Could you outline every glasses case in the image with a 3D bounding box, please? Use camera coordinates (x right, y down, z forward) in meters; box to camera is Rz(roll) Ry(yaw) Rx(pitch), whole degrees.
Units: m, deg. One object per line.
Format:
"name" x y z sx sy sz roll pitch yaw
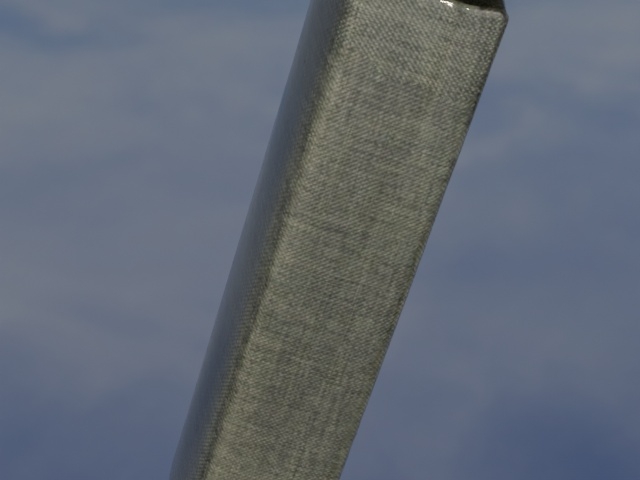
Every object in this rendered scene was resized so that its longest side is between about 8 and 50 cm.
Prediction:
"glasses case" 0.000 0.000 0.574 0.047 0.205 0.071 12 -145 -9
